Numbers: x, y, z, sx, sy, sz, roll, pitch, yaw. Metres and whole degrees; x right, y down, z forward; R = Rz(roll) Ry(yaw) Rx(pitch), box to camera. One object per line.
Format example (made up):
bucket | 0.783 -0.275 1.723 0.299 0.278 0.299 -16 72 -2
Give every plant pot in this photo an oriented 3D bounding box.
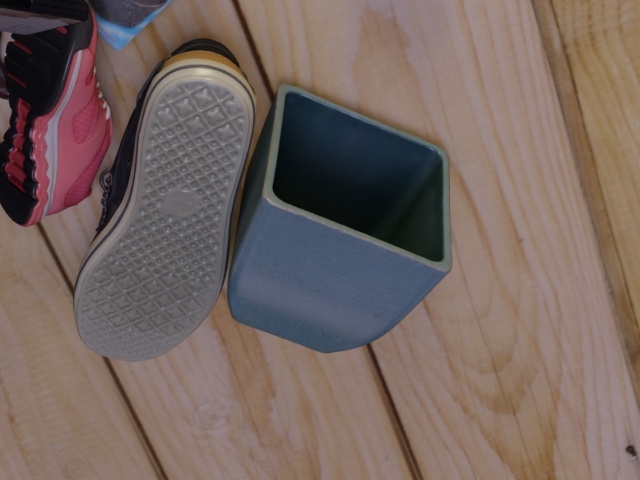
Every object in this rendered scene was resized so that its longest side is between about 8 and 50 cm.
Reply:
plant pot | 0.000 0.000 1.642 0.247 0.248 0.252 22 128 -14

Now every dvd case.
dvd case | -0.403 -0.257 1.382 0.253 0.180 0.022 4 91 -34

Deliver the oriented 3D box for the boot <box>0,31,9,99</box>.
boot | -0.403 -0.238 1.610 0.106 0.037 0.114 3 111 -7

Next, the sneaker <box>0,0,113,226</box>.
sneaker | -0.321 -0.169 1.607 0.136 0.116 0.314 -16 135 -46

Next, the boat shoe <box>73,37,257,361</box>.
boat shoe | -0.198 -0.041 1.655 0.186 0.156 0.500 13 125 -12

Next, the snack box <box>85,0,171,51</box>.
snack box | -0.291 -0.405 1.520 0.187 0.060 0.322 -40 111 15
